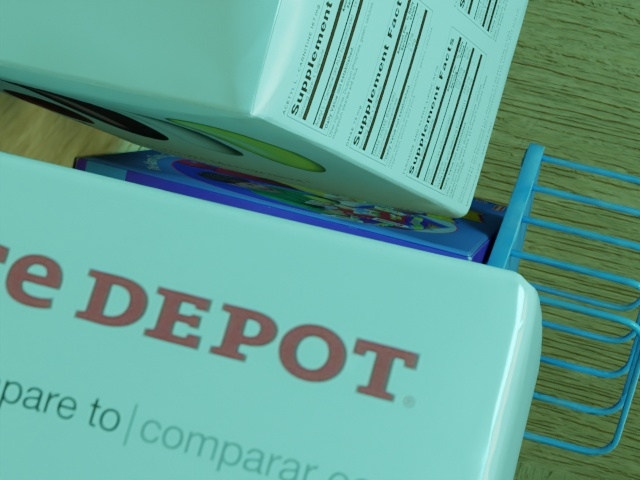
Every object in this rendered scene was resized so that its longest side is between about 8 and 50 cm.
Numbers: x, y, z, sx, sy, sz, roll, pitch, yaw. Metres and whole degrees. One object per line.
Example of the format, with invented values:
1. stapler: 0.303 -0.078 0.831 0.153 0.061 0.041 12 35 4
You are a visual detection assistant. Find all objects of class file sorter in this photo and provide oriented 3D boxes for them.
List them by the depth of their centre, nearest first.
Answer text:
1. file sorter: 0.159 0.038 0.905 0.170 0.104 0.118 -62 164 -53

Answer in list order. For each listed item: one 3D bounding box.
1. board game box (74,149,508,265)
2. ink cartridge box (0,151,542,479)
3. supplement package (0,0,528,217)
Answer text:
1. board game box: 0.000 0.000 0.947 0.347 0.233 0.078 -24 128 -76
2. ink cartridge box: -0.107 0.177 0.481 0.166 0.285 0.395 60 45 -74
3. supplement package: -0.041 -0.113 0.576 0.203 0.194 0.149 19 85 -62
